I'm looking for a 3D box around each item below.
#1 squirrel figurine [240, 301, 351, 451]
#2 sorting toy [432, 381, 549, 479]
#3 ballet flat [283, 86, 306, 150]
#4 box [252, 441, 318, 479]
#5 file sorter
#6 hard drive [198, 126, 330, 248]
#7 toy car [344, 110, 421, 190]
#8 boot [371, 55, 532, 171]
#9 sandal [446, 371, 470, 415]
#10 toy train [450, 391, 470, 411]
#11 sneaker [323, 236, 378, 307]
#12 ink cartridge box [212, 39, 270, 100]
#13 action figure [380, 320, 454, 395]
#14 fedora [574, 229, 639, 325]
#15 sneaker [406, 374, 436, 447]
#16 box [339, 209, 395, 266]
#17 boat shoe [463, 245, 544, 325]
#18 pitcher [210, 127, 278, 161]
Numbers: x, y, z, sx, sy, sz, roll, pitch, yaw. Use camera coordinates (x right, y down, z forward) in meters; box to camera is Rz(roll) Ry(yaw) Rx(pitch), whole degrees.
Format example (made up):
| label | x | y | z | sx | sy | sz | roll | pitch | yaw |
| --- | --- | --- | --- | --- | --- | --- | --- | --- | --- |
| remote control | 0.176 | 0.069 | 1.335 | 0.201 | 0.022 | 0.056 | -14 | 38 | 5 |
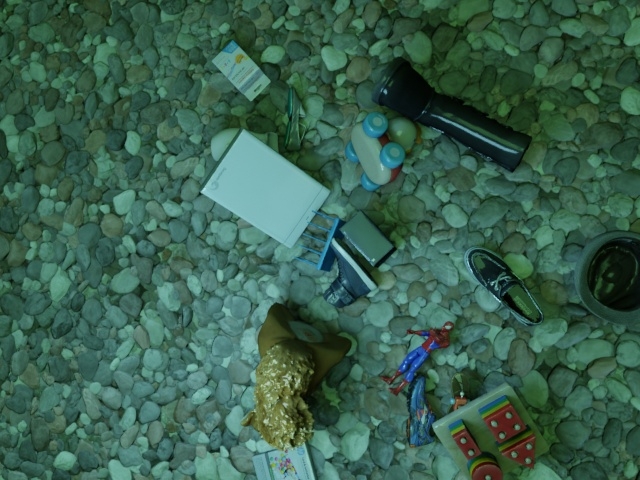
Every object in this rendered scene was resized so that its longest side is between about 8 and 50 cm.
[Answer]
| label | x | y | z | sx | sy | sz | roll | pitch | yaw |
| --- | --- | --- | --- | --- | --- | --- | --- | --- | --- |
| squirrel figurine | -0.116 | 0.444 | 1.643 | 0.280 | 0.397 | 0.371 | 25 | 104 | 2 |
| sorting toy | 0.502 | 0.586 | 1.607 | 0.257 | 0.089 | 0.256 | -32 | 103 | 7 |
| ballet flat | -0.081 | -0.403 | 1.861 | 0.068 | 0.072 | 0.214 | 6 | 88 | -16 |
| box | -0.112 | 0.741 | 1.791 | 0.186 | 0.038 | 0.145 | -17 | 83 | 9 |
| file sorter | 0.000 | 0.000 | 1.781 | 0.104 | 0.118 | 0.171 | 22 | 90 | 18 |
| hard drive | -0.169 | -0.158 | 1.757 | 0.353 | 0.047 | 0.233 | 33 | 95 | -26 |
| toy car | 0.234 | -0.302 | 1.743 | 0.237 | 0.219 | 0.210 | -24 | 81 | -20 |
| boot | 0.389 | -0.347 | 1.612 | 0.445 | 0.367 | 0.146 | 36 | 110 | 11 |
| sandal | 0.418 | 0.476 | 1.694 | 0.072 | 0.049 | 0.180 | -1 | 104 | 0 |
| toy train | 0.463 | 0.520 | 1.657 | 0.166 | 0.046 | 0.125 | 9 | 109 | -4 |
| sneaker | 0.056 | 0.111 | 1.742 | 0.163 | 0.086 | 0.226 | -33 | 113 | 10 |
| ink cartridge box | -0.269 | -0.579 | 1.905 | 0.104 | 0.061 | 0.181 | -44 | 80 | 6 |
| action figure | 0.285 | 0.331 | 1.692 | 0.280 | 0.091 | 0.139 | -44 | 123 | 4 |
| fedora | 0.844 | 0.107 | 1.600 | 0.243 | 0.124 | 0.276 | 22 | 82 | 10 |
| sneaker | 0.311 | 0.522 | 1.710 | 0.087 | 0.083 | 0.222 | 2 | 92 | -2 |
| box | 0.151 | -0.003 | 1.730 | 0.093 | 0.158 | 0.156 | -43 | 80 | 5 |
| boat shoe | 0.549 | 0.135 | 1.668 | 0.108 | 0.102 | 0.301 | -40 | 80 | 6 |
| pitcher | -0.257 | -0.310 | 1.824 | 0.206 | 0.178 | 0.126 | -2 | 94 | 10 |
